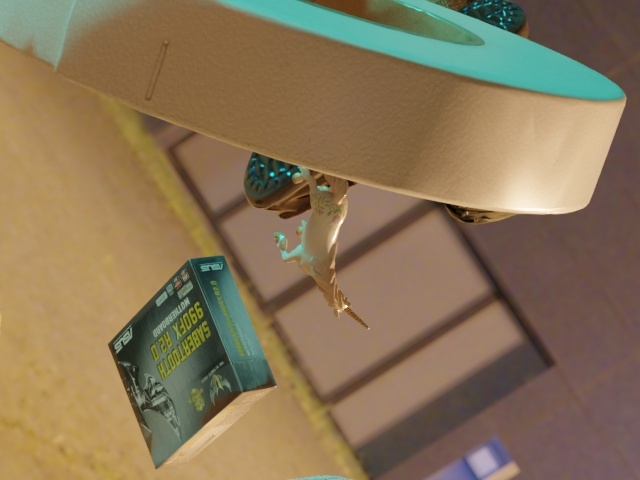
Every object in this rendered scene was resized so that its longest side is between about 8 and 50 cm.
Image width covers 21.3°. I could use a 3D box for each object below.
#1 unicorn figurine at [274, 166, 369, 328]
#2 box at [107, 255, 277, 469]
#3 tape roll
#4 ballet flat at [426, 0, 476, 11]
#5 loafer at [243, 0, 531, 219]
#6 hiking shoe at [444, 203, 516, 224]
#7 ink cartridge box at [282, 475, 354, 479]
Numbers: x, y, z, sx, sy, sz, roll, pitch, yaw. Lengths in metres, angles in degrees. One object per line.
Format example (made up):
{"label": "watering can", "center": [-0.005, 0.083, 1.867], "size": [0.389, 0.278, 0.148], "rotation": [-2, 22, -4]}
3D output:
{"label": "unicorn figurine", "center": [0.000, 0.000, 1.707], "size": [0.111, 0.060, 0.162], "rotation": [45, -39, 52]}
{"label": "box", "center": [-0.163, 0.153, 2.105], "size": [0.056, 0.231, 0.183], "rotation": [-6, 65, -39]}
{"label": "tape roll", "center": [-0.013, -0.117, 1.006], "size": [0.392, 0.072, 0.392], "rotation": [18, 13, -4]}
{"label": "ballet flat", "center": [0.191, -0.252, 2.221], "size": [0.483, 0.164, 0.182], "rotation": [71, 30, -71]}
{"label": "loafer", "center": [0.087, -0.119, 1.884], "size": [0.130, 0.366, 0.134], "rotation": [57, 6, -35]}
{"label": "hiking shoe", "center": [0.160, -0.055, 1.815], "size": [0.227, 0.114, 0.086], "rotation": [7, 51, -36]}
{"label": "ink cartridge box", "center": [-0.047, 0.311, 1.203], "size": [0.114, 0.197, 0.273], "rotation": [157, -71, -70]}
